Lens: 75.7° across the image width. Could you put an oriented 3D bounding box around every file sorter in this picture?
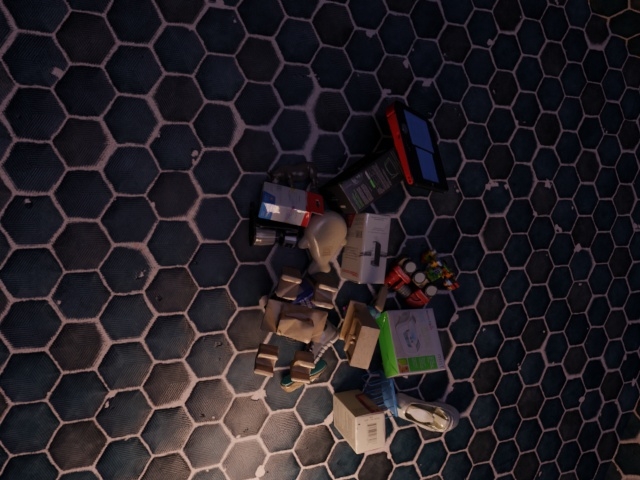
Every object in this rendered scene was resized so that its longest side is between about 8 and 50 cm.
[{"bbox_3d":[0.250,0.661,1.761,0.105,0.118,0.170,-12,97,-15],"label":"file sorter"}]

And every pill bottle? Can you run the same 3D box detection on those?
[{"bbox_3d":[-0.104,0.239,1.610,0.219,0.123,0.122,-31,102,-15],"label":"pill bottle"}]

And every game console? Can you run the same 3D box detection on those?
[{"bbox_3d":[0.400,-0.365,1.653,0.387,0.060,0.341,-1,72,-53],"label":"game console"}]

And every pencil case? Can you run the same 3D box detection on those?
[{"bbox_3d":[0.176,0.303,1.742,0.152,0.070,0.064,1,128,-22],"label":"pencil case"}]

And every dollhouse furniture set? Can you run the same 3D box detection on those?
[{"bbox_3d":[-0.014,0.304,1.520,0.395,0.256,0.361,15,98,-8],"label":"dollhouse furniture set"}]

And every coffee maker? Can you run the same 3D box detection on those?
[{"bbox_3d":[-0.177,-0.057,1.570,0.179,0.120,0.171,3,91,-20],"label":"coffee maker"}]

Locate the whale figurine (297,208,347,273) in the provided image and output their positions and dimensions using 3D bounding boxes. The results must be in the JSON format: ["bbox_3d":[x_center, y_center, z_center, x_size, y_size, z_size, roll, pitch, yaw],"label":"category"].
[{"bbox_3d":[0.000,0.000,1.647,0.217,0.141,0.271,-6,119,-26],"label":"whale figurine"}]

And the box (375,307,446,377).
[{"bbox_3d":[0.376,0.432,1.742,0.231,0.126,0.261,1,66,-19],"label":"box"}]

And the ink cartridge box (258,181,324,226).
[{"bbox_3d":[-0.110,-0.131,1.544,0.231,0.134,0.077,12,130,-14],"label":"ink cartridge box"}]

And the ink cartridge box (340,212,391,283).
[{"bbox_3d":[0.177,0.029,1.658,0.114,0.197,0.272,6,91,-20],"label":"ink cartridge box"}]

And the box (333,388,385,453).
[{"bbox_3d":[0.152,0.723,1.667,0.127,0.232,0.148,-3,94,-20],"label":"box"}]

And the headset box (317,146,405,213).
[{"bbox_3d":[0.154,-0.222,1.612,0.283,0.246,0.131,-37,104,-13],"label":"headset box"}]

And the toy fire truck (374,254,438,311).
[{"bbox_3d":[0.350,0.217,1.772,0.246,0.158,0.217,-41,101,7],"label":"toy fire truck"}]

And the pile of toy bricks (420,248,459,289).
[{"bbox_3d":[0.524,0.149,1.850,0.105,0.118,0.212,-33,119,24],"label":"pile of toy bricks"}]

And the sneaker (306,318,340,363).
[{"bbox_3d":[-0.034,0.407,1.673,0.229,0.086,0.132,-43,101,-23],"label":"sneaker"}]

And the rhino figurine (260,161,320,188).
[{"bbox_3d":[-0.117,-0.246,1.607,0.244,0.073,0.106,-11,100,-17],"label":"rhino figurine"}]

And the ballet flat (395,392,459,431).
[{"bbox_3d":[0.492,0.790,1.845,0.401,0.139,0.139,24,85,-19],"label":"ballet flat"}]

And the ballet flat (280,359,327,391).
[{"bbox_3d":[-0.065,0.553,1.680,0.207,0.073,0.067,-20,126,-15],"label":"ballet flat"}]

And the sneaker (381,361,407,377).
[{"bbox_3d":[0.332,0.558,1.822,0.152,0.054,0.061,29,74,-24],"label":"sneaker"}]
